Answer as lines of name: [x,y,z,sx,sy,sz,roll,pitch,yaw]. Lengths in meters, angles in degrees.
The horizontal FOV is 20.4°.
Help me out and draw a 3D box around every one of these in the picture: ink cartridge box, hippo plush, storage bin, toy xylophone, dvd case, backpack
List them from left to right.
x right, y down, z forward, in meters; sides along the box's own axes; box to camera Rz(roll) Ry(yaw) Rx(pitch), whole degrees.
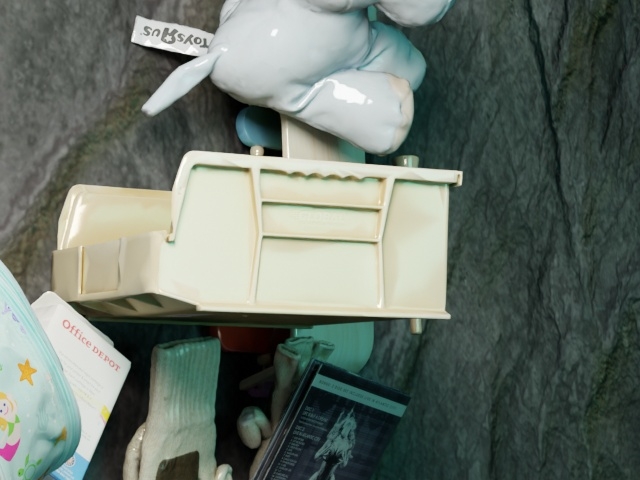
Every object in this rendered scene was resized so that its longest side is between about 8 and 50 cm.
backpack: [-0.292,0.105,1.246,0.191,0.253,0.225,-45,116,-44]
ink cartridge box: [-0.229,0.123,1.441,0.092,0.090,0.143,46,50,-34]
storage bin: [-0.062,0.006,1.476,0.260,0.262,0.123,4,85,-27]
dvd case: [-0.009,0.225,1.644,0.164,0.018,0.221,25,92,-54]
toy xylophone: [0.000,0.000,1.737,0.236,0.081,0.323,18,70,-46]
hippo plush: [0.003,-0.243,1.624,0.294,0.236,0.234,11,42,-23]

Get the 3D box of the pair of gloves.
pair of gloves: [-0.073,0.185,1.594,0.240,0.042,0.204,3,105,-47]
